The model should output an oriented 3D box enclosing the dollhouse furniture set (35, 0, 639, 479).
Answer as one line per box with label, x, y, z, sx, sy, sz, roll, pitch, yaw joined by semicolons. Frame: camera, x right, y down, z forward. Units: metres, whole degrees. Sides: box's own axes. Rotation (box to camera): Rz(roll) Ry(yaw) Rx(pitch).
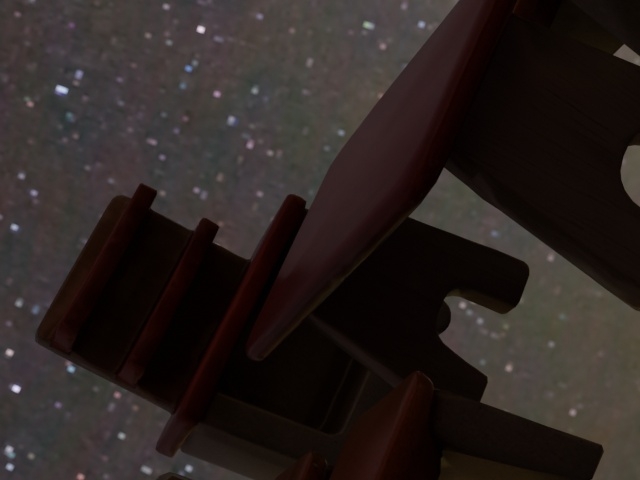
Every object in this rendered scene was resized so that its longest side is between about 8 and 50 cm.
dollhouse furniture set;0.000;0.000;0.438;0.262;0.135;0.259;-64;7;-27
